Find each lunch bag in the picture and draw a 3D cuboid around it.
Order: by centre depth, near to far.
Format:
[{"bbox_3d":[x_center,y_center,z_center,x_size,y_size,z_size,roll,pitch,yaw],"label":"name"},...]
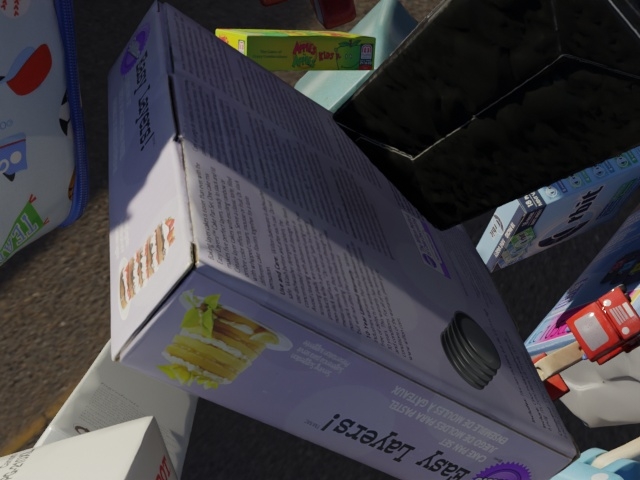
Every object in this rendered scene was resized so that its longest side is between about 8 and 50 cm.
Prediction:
[{"bbox_3d":[-0.289,-0.114,0.601,0.303,0.115,0.243,21,130,25],"label":"lunch bag"}]

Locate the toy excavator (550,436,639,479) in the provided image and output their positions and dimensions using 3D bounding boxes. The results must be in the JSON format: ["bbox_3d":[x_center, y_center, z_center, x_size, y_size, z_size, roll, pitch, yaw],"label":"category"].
[{"bbox_3d":[0.495,0.404,1.552,0.445,0.222,0.433,-20,100,-27],"label":"toy excavator"}]

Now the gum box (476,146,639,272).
[{"bbox_3d":[0.286,-0.043,1.105,0.184,0.157,0.041,-23,68,-15],"label":"gum box"}]

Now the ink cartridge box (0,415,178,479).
[{"bbox_3d":[-0.094,0.222,0.429,0.100,0.172,0.237,-18,97,-1],"label":"ink cartridge box"}]

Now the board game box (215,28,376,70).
[{"bbox_3d":[-0.031,-0.240,1.189,0.181,0.092,0.043,-6,108,-29],"label":"board game box"}]

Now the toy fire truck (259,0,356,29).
[{"bbox_3d":[-0.023,-0.399,1.062,0.169,0.254,0.302,-18,111,1],"label":"toy fire truck"}]

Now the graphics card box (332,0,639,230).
[{"bbox_3d":[0.185,-0.173,0.445,0.094,0.233,0.371,45,73,-5],"label":"graphics card box"}]

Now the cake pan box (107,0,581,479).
[{"bbox_3d":[0.000,0.000,0.528,0.245,0.267,0.070,30,116,-32],"label":"cake pan box"}]

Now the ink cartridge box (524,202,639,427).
[{"bbox_3d":[0.464,0.040,1.195,0.151,0.270,0.395,46,69,-1],"label":"ink cartridge box"}]

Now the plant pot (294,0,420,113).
[{"bbox_3d":[0.100,-0.214,1.560,0.247,0.252,0.248,44,113,-11],"label":"plant pot"}]

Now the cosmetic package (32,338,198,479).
[{"bbox_3d":[-0.292,0.297,1.207,0.161,0.453,0.230,34,94,-7],"label":"cosmetic package"}]

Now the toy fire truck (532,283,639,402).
[{"bbox_3d":[0.248,0.105,0.906,0.135,0.192,0.047,-34,71,12],"label":"toy fire truck"}]
